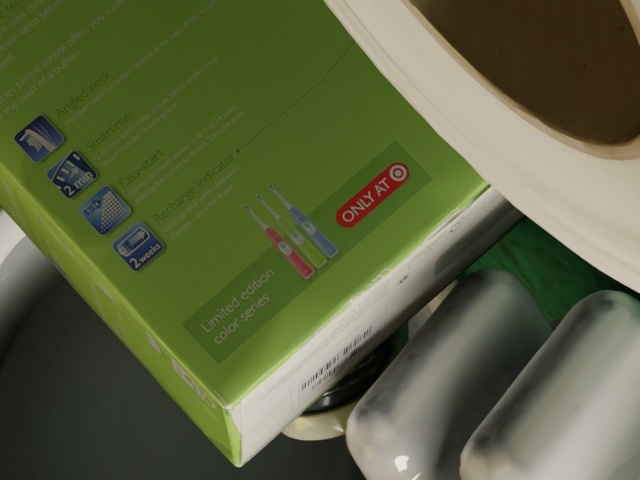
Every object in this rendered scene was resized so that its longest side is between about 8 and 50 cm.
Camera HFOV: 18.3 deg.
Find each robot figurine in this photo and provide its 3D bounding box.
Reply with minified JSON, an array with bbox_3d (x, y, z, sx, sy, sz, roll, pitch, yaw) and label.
[{"bbox_3d":[0.149,0.175,0.934,0.300,0.200,0.353,16,145,50],"label":"robot figurine"}]

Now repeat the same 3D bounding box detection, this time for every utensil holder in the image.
[{"bbox_3d":[-0.088,0.120,1.314,0.327,0.327,0.385,49,169,2],"label":"utensil holder"}]

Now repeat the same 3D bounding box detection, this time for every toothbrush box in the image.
[{"bbox_3d":[-0.055,-0.077,0.885,0.283,0.206,0.122,46,168,12],"label":"toothbrush box"}]

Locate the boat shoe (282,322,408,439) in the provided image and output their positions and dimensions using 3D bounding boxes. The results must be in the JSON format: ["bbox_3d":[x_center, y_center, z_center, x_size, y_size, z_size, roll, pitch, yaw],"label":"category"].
[{"bbox_3d":[0.000,0.000,1.031,0.254,0.095,0.079,-77,-27,-56],"label":"boat shoe"}]

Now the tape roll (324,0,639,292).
[{"bbox_3d":[0.077,-0.111,0.576,0.286,0.100,0.286,46,168,13],"label":"tape roll"}]
